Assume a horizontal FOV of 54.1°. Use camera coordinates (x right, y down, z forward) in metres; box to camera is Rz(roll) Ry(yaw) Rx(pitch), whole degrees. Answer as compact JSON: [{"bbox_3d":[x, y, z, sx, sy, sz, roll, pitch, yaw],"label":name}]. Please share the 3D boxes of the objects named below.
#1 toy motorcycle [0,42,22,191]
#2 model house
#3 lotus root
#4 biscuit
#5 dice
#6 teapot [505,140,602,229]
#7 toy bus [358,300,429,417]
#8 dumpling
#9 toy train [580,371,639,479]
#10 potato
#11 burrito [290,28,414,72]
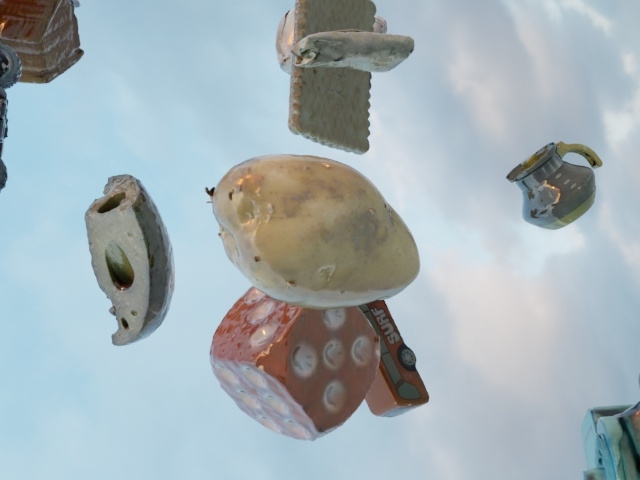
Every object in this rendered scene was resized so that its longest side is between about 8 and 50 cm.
[{"bbox_3d":[-0.462,-0.161,0.811,0.122,0.082,0.213,8,-100,-25],"label":"toy motorcycle"},{"bbox_3d":[-0.648,-0.475,1.367,0.199,0.229,0.219,10,-141,-5],"label":"model house"},{"bbox_3d":[-0.343,0.037,1.213,0.210,0.142,0.314,-67,-29,-60],"label":"lotus root"},{"bbox_3d":[0.023,-0.336,1.190,0.217,0.044,0.324,7,-98,-44],"label":"biscuit"},{"bbox_3d":[-0.038,0.161,0.880,0.175,0.174,0.179,53,-125,-27],"label":"dice"},{"bbox_3d":[0.385,-0.099,1.018,0.166,0.130,0.119,-41,-86,-16],"label":"teapot"},{"bbox_3d":[0.066,0.123,1.145,0.092,0.093,0.408,-11,-111,-39],"label":"toy bus"},{"bbox_3d":[0.026,-0.481,1.483,0.341,0.260,0.181,-33,-64,-77],"label":"dumpling"},{"bbox_3d":[0.183,0.158,0.286,0.154,0.107,0.198,58,-154,-59],"label":"toy train"},{"bbox_3d":[-0.003,0.003,0.634,0.235,0.161,0.128,44,-159,-38],"label":"potato"},{"bbox_3d":[0.049,-0.318,1.046,0.226,0.087,0.060,-10,-100,-37],"label":"burrito"}]
